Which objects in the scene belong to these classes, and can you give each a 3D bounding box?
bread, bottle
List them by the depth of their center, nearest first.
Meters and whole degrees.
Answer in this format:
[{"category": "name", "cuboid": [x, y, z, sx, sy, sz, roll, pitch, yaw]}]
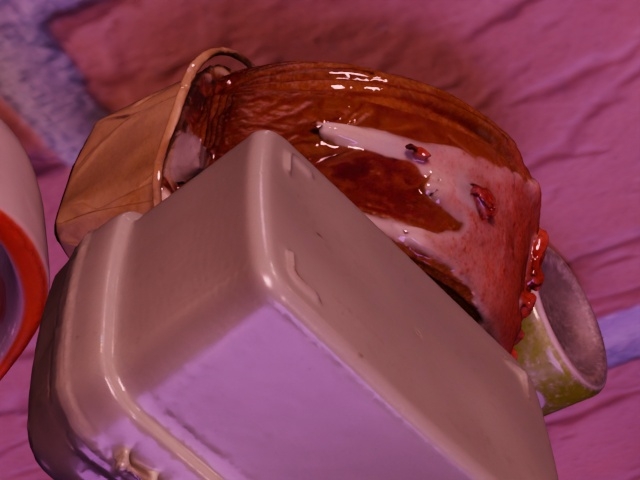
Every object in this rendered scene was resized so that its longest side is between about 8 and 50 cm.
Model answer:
[{"category": "bread", "cuboid": [0.000, 0.000, 0.775, 0.211, 0.142, 0.224, -7, 141, 27]}, {"category": "bottle", "cuboid": [0.004, 0.107, 0.931, 0.330, 0.093, 0.093, -26, 136, 25]}]

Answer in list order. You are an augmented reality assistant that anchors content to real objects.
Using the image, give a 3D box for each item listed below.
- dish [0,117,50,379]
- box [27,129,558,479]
[{"category": "dish", "cuboid": [-0.252, -0.016, 0.743, 0.256, 0.117, 0.256, -3, 141, -2]}, {"category": "box", "cuboid": [-0.007, 0.071, 0.641, 0.129, 0.148, 0.210, -36, 118, 20]}]
